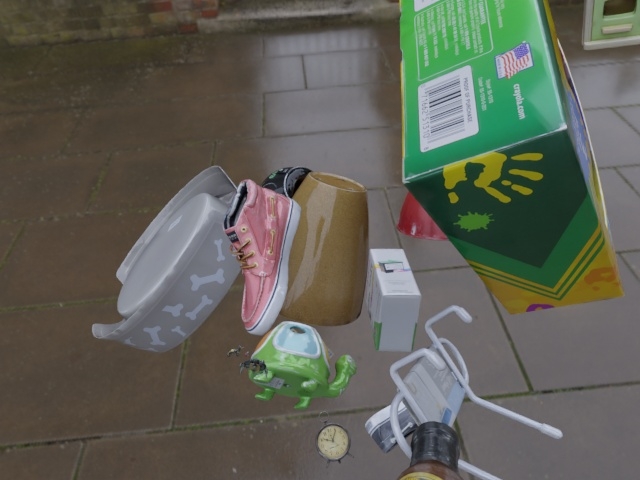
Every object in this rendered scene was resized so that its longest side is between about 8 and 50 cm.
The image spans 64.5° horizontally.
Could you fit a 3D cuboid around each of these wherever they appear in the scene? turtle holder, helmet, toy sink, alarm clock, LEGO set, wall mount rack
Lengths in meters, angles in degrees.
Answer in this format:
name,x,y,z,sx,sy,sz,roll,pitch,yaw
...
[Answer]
name,x,y,z,sx,sy,sz,roll,pitch,yaw
turtle holder,-0.061,0.388,1.619,0.320,0.243,0.227,-2,51,18
helmet,-0.073,-0.092,1.241,0.169,0.169,0.161,-44,11,-36
toy sink,0.746,-0.569,1.275,0.153,0.234,0.131,2,53,24
alarm clock,0.040,0.732,1.888,0.129,0.064,0.192,-17,64,-9
LEGO set,-0.116,0.200,0.845,0.054,0.083,0.023,-14,32,17
wall mount rack,0.267,0.286,0.878,0.304,0.130,0.350,55,31,5

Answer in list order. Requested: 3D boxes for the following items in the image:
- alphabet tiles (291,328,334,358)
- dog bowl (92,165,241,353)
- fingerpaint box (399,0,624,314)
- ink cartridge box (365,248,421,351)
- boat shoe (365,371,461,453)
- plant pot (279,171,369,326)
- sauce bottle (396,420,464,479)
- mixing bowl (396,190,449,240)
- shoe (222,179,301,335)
name,x,y,z,sx,sy,sz,roll,pitch,yaw
alphabet tiles,-0.082,0.461,2.033,0.198,0.237,0.009,-46,26,-8
dog bowl,-0.244,0.037,0.881,0.349,0.102,0.348,-37,29,25
fingerpaint box,0.257,-0.179,0.688,0.163,0.371,0.444,-15,53,30
ink cartridge box,0.215,0.175,1.565,0.117,0.201,0.278,1,27,-3
boat shoe,0.263,0.443,1.305,0.301,0.108,0.102,-20,51,-26
plant pot,0.000,0.000,1.014,0.237,0.254,0.237,13,19,-5
sauce bottle,0.126,0.345,0.594,0.111,0.111,0.344,7,17,12
mixing bowl,0.233,-0.073,0.960,0.181,0.098,0.181,-4,18,1
shoe,-0.081,0.016,0.595,0.063,0.081,0.178,-20,52,49
